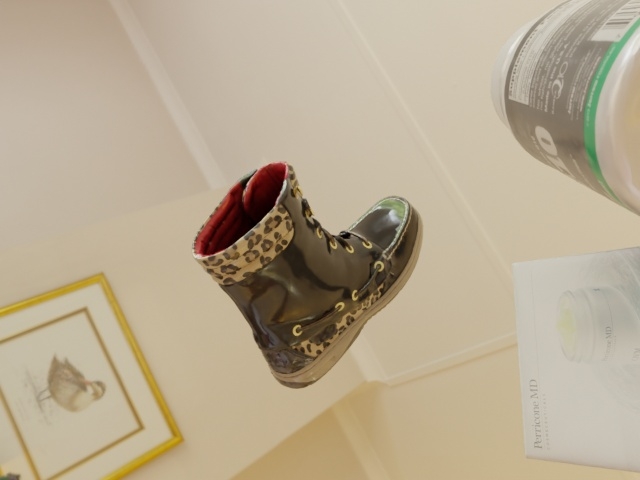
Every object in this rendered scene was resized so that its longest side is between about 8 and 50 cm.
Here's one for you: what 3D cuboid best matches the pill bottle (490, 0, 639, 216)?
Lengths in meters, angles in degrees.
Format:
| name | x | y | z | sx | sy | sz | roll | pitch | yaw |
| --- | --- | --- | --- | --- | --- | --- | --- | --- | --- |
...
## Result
| name | x | y | z | sx | sy | sz | roll | pitch | yaw |
| --- | --- | --- | --- | --- | --- | --- | --- | --- | --- |
| pill bottle | 0.318 | -0.160 | 0.568 | 0.204 | 0.361 | 0.204 | 0 | -69 | 1 |

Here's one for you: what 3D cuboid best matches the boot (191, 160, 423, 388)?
| name | x | y | z | sx | sy | sz | roll | pitch | yaw |
| --- | --- | --- | --- | --- | --- | --- | --- | --- | --- |
| boot | 0.000 | 0.000 | 0.804 | 0.138 | 0.377 | 0.284 | 18 | -31 | 47 |

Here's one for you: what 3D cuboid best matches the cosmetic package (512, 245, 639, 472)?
| name | x | y | z | sx | sy | sz | roll | pitch | yaw |
| --- | --- | --- | --- | --- | --- | --- | --- | --- | --- |
| cosmetic package | 0.348 | 0.128 | 0.581 | 0.224 | 0.138 | 0.224 | -14 | -110 | 45 |
